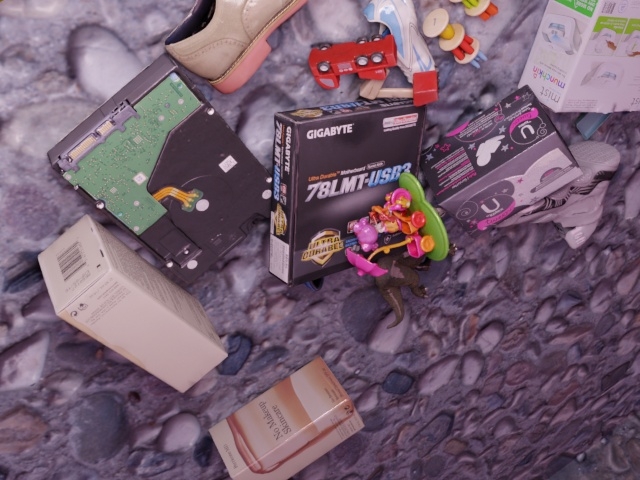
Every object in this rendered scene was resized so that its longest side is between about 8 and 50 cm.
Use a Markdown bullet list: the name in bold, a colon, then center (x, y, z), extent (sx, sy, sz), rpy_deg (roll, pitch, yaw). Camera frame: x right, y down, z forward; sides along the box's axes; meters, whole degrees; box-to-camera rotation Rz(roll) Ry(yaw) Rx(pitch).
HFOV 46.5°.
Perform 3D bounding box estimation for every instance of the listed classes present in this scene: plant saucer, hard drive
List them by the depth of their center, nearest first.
- **hard drive**: center (-0.227, -0.100, 1.187), extent (0.237, 0.064, 0.339), rpy_deg (-41, 137, 1)
- **plant saucer**: center (0.632, -0.309, 1.626), extent (0.192, 0.018, 0.067), rpy_deg (-48, 135, 7)

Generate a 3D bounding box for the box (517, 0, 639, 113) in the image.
- **box**: center (0.551, -0.374, 1.442), extent (0.261, 0.127, 0.231), rpy_deg (-8, 128, -29)

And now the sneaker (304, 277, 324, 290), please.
- **sneaker**: center (0.000, 0.000, 1.405), extent (0.069, 0.082, 0.209), rpy_deg (-7, 125, -27)

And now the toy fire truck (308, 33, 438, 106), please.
- **toy fire truck**: center (0.089, -0.270, 1.218), extent (0.191, 0.047, 0.135), rpy_deg (-6, 149, 16)

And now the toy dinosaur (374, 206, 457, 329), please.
- **toy dinosaur**: center (0.176, 0.036, 1.548), extent (0.160, 0.121, 0.314), rpy_deg (14, 120, -27)

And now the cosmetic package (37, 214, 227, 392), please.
- **cosmetic package**: center (-0.304, 0.111, 1.236), extent (0.113, 0.160, 0.309), rpy_deg (-40, 135, 1)

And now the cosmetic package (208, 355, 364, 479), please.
- **cosmetic package**: center (-0.074, 0.409, 1.629), extent (0.296, 0.153, 0.129), rpy_deg (-34, 134, -9)

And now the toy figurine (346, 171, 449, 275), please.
- **toy figurine**: center (0.116, -0.010, 1.300), extent (0.159, 0.130, 0.173), rpy_deg (-26, 107, -19)

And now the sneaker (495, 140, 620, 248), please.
- **sneaker**: center (0.502, -0.066, 1.643), extent (0.365, 0.137, 0.210), rpy_deg (-25, 131, -20)

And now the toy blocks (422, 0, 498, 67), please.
- **toy blocks**: center (0.262, -0.375, 1.301), extent (0.148, 0.054, 0.123), rpy_deg (23, 109, -43)

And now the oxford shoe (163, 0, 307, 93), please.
- **oxford shoe**: center (-0.086, -0.371, 1.029), extent (0.130, 0.123, 0.348), rpy_deg (25, 107, -37)

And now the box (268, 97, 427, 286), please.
- **box**: center (0.048, -0.093, 1.311), extent (0.295, 0.073, 0.294), rpy_deg (-15, 122, -36)

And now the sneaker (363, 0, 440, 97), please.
- **sneaker**: center (0.141, -0.319, 1.253), extent (0.086, 0.085, 0.237), rpy_deg (-25, 138, 11)

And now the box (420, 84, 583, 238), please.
- **box**: center (0.343, -0.142, 1.425), extent (0.247, 0.142, 0.163), rpy_deg (-32, 139, 21)
